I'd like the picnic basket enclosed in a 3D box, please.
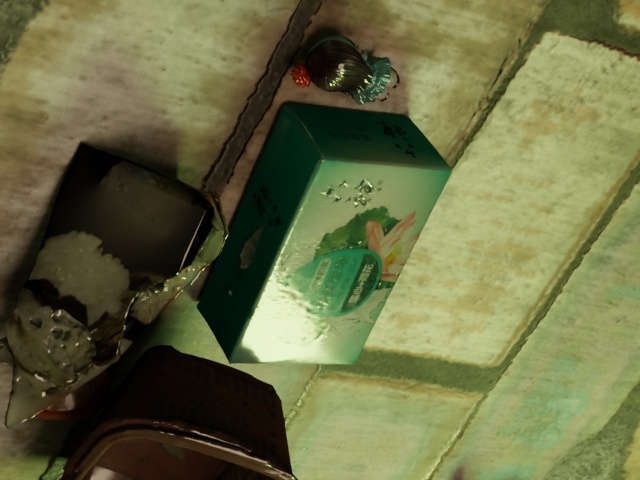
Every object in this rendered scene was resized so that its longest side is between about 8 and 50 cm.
[{"bbox_3d":[-0.141,0.226,1.444,0.222,0.129,0.297,22,134,-15],"label":"picnic basket"}]

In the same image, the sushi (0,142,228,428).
[{"bbox_3d":[-0.190,0.052,1.346,0.273,0.134,0.109,-61,163,14],"label":"sushi"}]

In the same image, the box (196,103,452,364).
[{"bbox_3d":[0.000,0.000,1.425,0.153,0.092,0.245,3,126,-33],"label":"box"}]

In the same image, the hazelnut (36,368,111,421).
[{"bbox_3d":[-0.239,0.134,1.416,0.086,0.086,0.086,-17,135,-18],"label":"hazelnut"}]

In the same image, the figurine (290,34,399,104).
[{"bbox_3d":[0.025,-0.149,1.343,0.060,0.047,0.106,-32,152,30],"label":"figurine"}]
